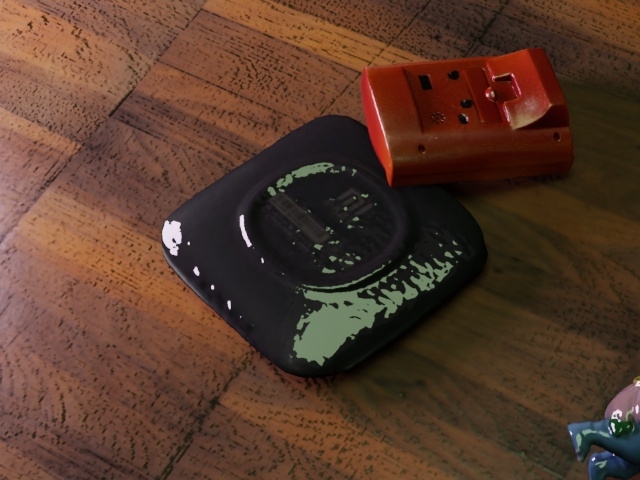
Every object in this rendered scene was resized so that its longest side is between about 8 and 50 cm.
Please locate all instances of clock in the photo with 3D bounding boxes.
[{"bbox_3d":[0.114,-0.104,1.061,0.155,0.061,0.113,-7,52,-9],"label":"clock"}]

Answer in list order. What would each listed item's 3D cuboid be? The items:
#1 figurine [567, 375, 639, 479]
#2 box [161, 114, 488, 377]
[{"bbox_3d":[0.262,0.135,0.879,0.178,0.114,0.144,-20,62,11],"label":"figurine"},{"bbox_3d":[0.000,0.000,1.046,0.201,0.042,0.212,-37,59,-16],"label":"box"}]
